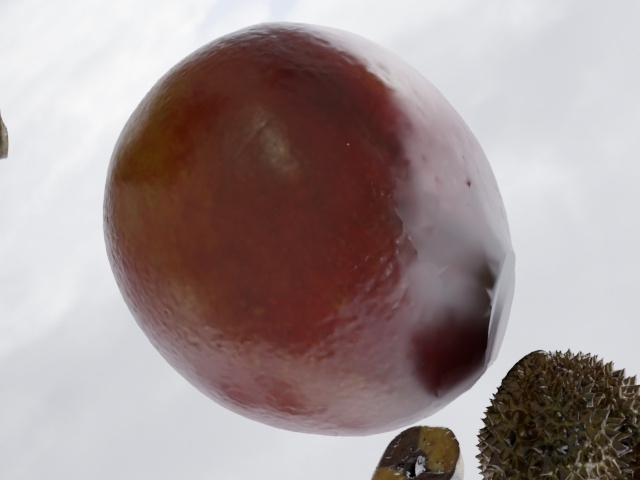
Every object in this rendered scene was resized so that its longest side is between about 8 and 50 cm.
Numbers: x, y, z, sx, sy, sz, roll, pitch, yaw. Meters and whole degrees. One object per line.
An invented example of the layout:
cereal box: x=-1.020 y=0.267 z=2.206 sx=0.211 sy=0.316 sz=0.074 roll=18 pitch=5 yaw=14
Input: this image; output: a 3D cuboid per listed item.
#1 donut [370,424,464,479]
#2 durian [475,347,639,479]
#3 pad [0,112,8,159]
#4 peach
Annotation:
donut: x=0.169 y=0.400 z=1.487 sx=0.166 sy=0.073 sz=0.184 roll=-18 pitch=-149 yaw=28
durian: x=0.198 y=0.164 z=0.699 sx=0.158 sy=0.168 sz=0.137 roll=-33 pitch=-159 yaw=-30
pad: x=-0.306 y=-0.205 z=0.710 sx=0.286 sy=0.018 sz=0.284 roll=8 pitch=-73 yaw=58
peach: x=0.000 y=0.000 z=0.808 sx=0.388 sy=0.388 sz=0.388 roll=-31 pitch=-142 yaw=29
